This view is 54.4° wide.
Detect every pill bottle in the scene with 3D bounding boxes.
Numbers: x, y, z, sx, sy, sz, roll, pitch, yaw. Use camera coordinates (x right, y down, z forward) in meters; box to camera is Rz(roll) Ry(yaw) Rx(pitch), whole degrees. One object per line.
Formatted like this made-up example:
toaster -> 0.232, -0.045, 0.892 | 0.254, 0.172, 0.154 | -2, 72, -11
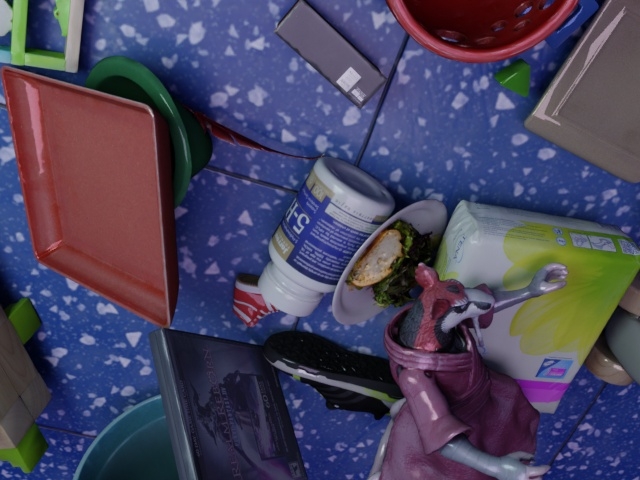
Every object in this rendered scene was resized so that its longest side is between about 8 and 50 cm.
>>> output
pill bottle -> 0.000, 0.000, 0.782 | 0.112, 0.112, 0.186 | 26, 112, -15

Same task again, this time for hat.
hat -> -0.152, -0.133, 0.759 | 0.173, 0.183, 0.208 | -30, 91, 43

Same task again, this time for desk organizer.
desk organizer -> 0.012, -0.214, 0.708 | 0.130, 0.050, 0.047 | 38, 110, -19

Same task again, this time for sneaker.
sneaker -> 0.018, 0.211, 0.908 | 0.235, 0.084, 0.097 | 21, 116, -13
sneaker -> -0.065, 0.092, 0.866 | 0.119, 0.042, 0.067 | 15, 112, -1

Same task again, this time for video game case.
video game case -> -0.103, 0.215, 0.767 | 0.026, 0.196, 0.274 | -24, 159, 13

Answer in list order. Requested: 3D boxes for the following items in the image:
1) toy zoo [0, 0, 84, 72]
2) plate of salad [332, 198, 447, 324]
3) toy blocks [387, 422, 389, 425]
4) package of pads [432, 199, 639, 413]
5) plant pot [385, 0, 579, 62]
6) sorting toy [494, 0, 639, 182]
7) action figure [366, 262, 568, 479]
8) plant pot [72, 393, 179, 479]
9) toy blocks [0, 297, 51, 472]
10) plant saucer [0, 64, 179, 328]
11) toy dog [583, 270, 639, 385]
toy zoo -> -0.387, -0.284, 0.612 | 0.293, 0.030, 0.192 | 3, 118, -27
plate of salad -> 0.097, 0.036, 0.783 | 0.200, 0.048, 0.199 | -33, 147, -25
toy blocks -> 0.156, 0.308, 0.980 | 0.148, 0.054, 0.123 | -37, 113, 16
package of pads -> 0.250, 0.097, 0.838 | 0.229, 0.101, 0.296 | 9, 123, -7
plant pot -> 0.143, -0.284, 0.608 | 0.191, 0.174, 0.191 | -1, 117, -2
sorting toy -> 0.367, -0.184, 0.743 | 0.348, 0.047, 0.196 | 24, 118, -14
action figure -> 0.147, 0.163, 0.740 | 0.276, 0.248, 0.370 | 1, 130, 32
plant pot -> -0.188, 0.406, 0.913 | 0.272, 0.271, 0.255 | -7, 131, 1
toy blocks -> -0.546, 0.140, 0.815 | 0.261, 0.190, 0.381 | -6, 118, 13
plant saucer -> -0.255, -0.056, 0.718 | 0.259, 0.048, 0.258 | 20, 122, 30
toy dog -> 0.497, 0.182, 0.813 | 0.161, 0.333, 0.220 | -2, 144, -20
